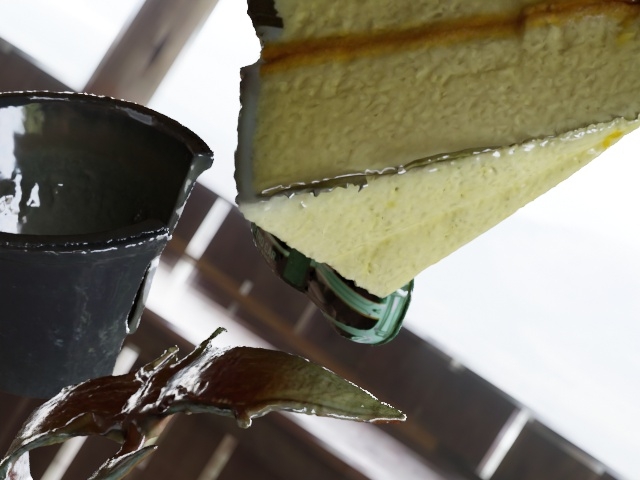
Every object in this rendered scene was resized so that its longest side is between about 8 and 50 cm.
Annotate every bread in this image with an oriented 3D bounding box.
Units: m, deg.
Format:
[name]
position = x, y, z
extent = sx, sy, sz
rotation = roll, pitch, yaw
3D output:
[bread]
position = 0.135, -0.183, 1.764
extent = 0.242, 0.405, 0.346
rotation = 42, 25, -39

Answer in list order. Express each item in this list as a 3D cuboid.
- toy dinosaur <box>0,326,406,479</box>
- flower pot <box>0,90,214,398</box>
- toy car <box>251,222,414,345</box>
[toy dinosaur]
position = -0.107, 0.149, 1.515
extent = 0.113, 0.327, 0.206
rotation = 60, 5, -23
[flower pot]
position = -0.315, 0.014, 2.208
extent = 0.379, 0.251, 0.379
rotation = 5, 31, -3
[toy car]
position = 0.000, 0.000, 2.356
extent = 0.125, 0.136, 0.306
rotation = 3, 34, -32
